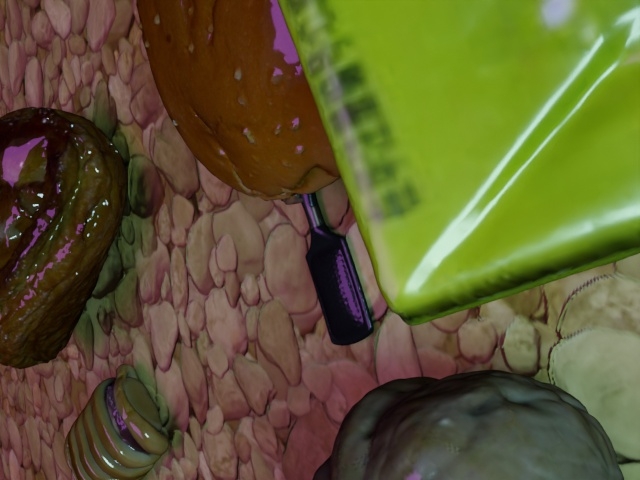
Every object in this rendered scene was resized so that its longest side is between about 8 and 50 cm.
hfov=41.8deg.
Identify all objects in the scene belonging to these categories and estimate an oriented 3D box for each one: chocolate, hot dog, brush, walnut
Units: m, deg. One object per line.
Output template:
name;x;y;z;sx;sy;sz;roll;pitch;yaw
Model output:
chocolate;0.126;-0.145;0.376;0.289;0.137;0.300;-22;77;12
hot dog;-0.378;0.004;1.099;0.267;0.174;0.387;61;139;26
brush;0.000;0.000;0.752;0.063;0.016;0.193;-26;78;50
walnut;0.088;0.180;0.522;0.224;0.224;0.224;15;109;49

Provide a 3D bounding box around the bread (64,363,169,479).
bread;-0.274;0.260;1.099;0.134;0.081;0.225;61;139;24

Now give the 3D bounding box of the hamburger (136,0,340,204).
hamburger;-0.028;-0.181;0.631;0.290;0.170;0.314;2;101;57
